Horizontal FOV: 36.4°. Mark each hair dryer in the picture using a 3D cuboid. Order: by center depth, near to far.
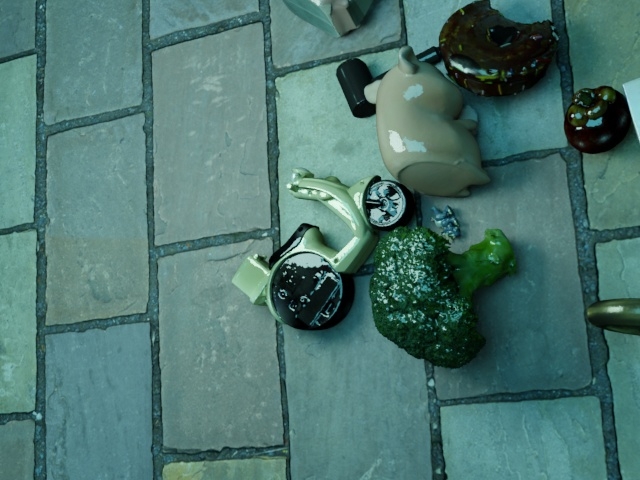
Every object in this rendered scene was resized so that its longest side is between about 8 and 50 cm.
[{"bbox_3d":[0.156,-0.365,2.042,0.248,0.070,0.114,-28,69,15],"label":"hair dryer"}]

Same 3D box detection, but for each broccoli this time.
[{"bbox_3d":[0.237,0.099,1.829,0.297,0.297,0.298,-24,68,-8],"label":"broccoli"}]

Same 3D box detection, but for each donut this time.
[{"bbox_3d":[0.344,-0.366,1.901,0.230,0.096,0.216,16,57,17],"label":"donut"}]

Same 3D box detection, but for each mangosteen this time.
[{"bbox_3d":[0.508,-0.231,1.802,0.140,0.140,0.140,-5,78,25],"label":"mangosteen"}]

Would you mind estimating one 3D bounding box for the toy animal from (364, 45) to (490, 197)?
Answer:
[{"bbox_3d":[0.214,-0.228,1.911,0.195,0.212,0.256,135,135,-60],"label":"toy animal"}]

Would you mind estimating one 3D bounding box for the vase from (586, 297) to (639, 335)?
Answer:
[{"bbox_3d":[0.605,0.125,1.594,0.329,0.302,0.241,-3,80,27],"label":"vase"}]

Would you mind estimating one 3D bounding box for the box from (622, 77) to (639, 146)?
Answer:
[{"bbox_3d":[0.626,-0.138,1.689,0.116,0.203,0.274,-18,73,22],"label":"box"}]

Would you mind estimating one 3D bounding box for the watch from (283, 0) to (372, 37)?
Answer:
[{"bbox_3d":[0.026,-0.599,2.117,0.253,0.162,0.241,34,83,24],"label":"watch"}]

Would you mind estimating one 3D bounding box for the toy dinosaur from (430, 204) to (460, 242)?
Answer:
[{"bbox_3d":[0.250,-0.037,1.950,0.047,0.030,0.083,-31,68,16],"label":"toy dinosaur"}]

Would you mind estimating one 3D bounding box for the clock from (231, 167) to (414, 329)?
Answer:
[{"bbox_3d":[0.000,0.000,2.021,0.276,0.120,0.379,35,97,22],"label":"clock"}]
